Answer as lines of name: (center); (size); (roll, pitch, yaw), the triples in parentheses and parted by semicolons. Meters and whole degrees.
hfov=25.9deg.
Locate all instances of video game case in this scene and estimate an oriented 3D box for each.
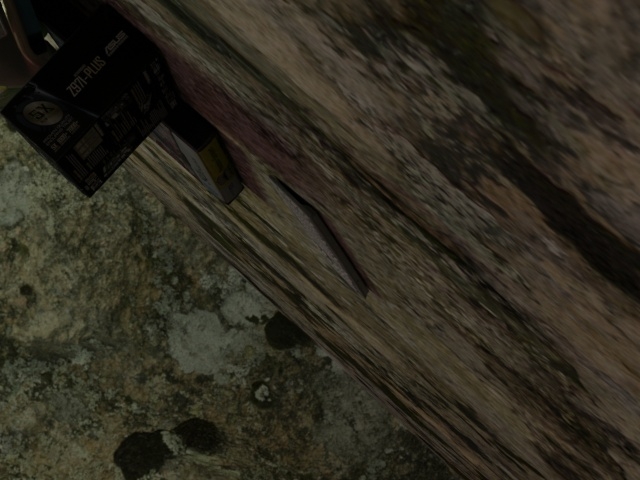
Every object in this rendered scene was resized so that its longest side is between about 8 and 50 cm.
video game case: (-0.212, -0.166, 1.620); (0.275, 0.035, 0.248); (41, 174, 11)

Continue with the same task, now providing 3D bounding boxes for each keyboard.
keyboard: (0.000, 0.000, 1.538); (0.072, 0.014, 0.256); (39, 173, 25)

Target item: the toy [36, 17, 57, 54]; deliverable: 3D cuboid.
toy: (-0.421, -0.292, 1.659); (0.237, 0.056, 0.137); (13, -153, -51)

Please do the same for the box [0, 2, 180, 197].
box: (-0.225, -0.135, 1.389); (0.077, 0.147, 0.180); (41, 174, 7)

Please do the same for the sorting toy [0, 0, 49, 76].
sorting toy: (-0.316, -0.259, 1.409); (0.208, 0.038, 0.193); (65, 172, -3)

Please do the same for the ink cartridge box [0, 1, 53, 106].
ink cartridge box: (-0.383, -0.226, 1.477); (0.171, 0.056, 0.235); (63, -157, 3)

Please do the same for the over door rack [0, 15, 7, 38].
over door rack: (-0.434, -0.325, 1.256); (0.239, 0.108, 0.324); (60, -178, 35)
